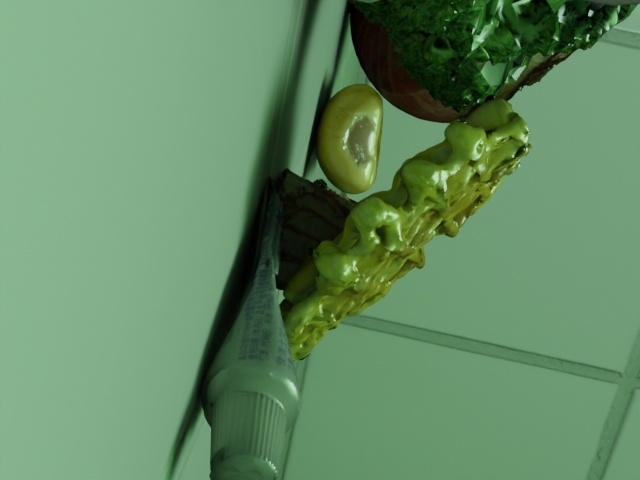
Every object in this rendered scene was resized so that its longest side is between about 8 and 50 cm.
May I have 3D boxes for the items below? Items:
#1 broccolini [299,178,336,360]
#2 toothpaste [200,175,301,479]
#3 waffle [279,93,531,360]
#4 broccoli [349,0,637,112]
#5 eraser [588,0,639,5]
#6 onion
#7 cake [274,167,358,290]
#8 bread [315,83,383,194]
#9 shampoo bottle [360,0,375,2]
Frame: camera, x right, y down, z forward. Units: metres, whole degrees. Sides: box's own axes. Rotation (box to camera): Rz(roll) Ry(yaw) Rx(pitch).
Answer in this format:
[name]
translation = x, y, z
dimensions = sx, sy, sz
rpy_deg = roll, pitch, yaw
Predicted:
[broccolini]
translation = -0.015, 0.035, 1.313
dimensions = 0.123, 0.062, 0.272
rpy_deg = -49, 150, -54
[toothpaste]
translation = -0.046, 0.066, 0.714
dimensions = 0.099, 0.068, 0.282
rpy_deg = -45, -156, 25
[waffle]
translation = 0.077, -0.017, 0.850
dimensions = 0.307, 0.060, 0.312
rpy_deg = -38, 171, -30
[broccoli]
translation = 0.169, -0.296, 0.833
dimensions = 0.413, 0.309, 0.321
rpy_deg = 3, 69, -56
[eraser]
translation = 0.148, -0.334, 0.606
dimensions = 0.122, 0.272, 0.359
rpy_deg = 91, 10, -71
[onion]
translation = 0.211, -0.346, 1.444
dimensions = 0.353, 0.353, 0.354
rpy_deg = 12, 90, -88
[cake]
translation = 0.003, -0.006, 0.979
dimensions = 0.098, 0.135, 0.287
rpy_deg = -63, 171, 9
[bread]
translation = 0.042, -0.143, 1.373
dimensions = 0.305, 0.091, 0.142
rpy_deg = -64, 165, -82
[shampoo bottle]
translation = 0.036, -0.289, 0.422
dimensions = 0.134, 0.078, 0.360
rpy_deg = -146, -112, -88
